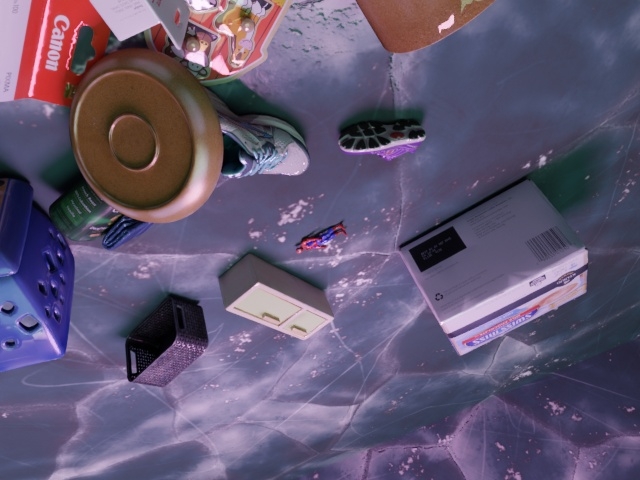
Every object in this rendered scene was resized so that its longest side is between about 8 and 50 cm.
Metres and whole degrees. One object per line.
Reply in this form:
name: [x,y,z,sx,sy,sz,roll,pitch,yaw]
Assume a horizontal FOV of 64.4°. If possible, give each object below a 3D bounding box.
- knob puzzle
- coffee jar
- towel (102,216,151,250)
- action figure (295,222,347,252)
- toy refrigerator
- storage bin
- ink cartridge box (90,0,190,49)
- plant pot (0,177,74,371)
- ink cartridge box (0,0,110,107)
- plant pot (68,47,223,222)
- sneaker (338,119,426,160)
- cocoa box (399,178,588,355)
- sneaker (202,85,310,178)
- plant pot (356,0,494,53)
knob puzzle: [-0.153,-0.287,0.695,0.213,0.030,0.213,-14,140,-12]
coffee jar: [-0.326,-0.079,0.793,0.184,0.079,0.096,-38,174,17]
towel: [-0.315,-0.024,0.857,0.067,0.119,0.029,-37,98,19]
action figure: [0.000,0.000,1.094,0.115,0.030,0.038,-23,146,3]
toy refrigerator: [-0.093,0.137,1.151,0.102,0.094,0.269,-38,139,17]
storage bin: [-0.336,0.223,1.106,0.180,0.122,0.084,-42,137,22]
ink cartridge box: [-0.224,-0.303,0.566,0.060,0.104,0.180,-16,138,15]
plant pot: [-0.517,0.046,0.746,0.235,0.236,0.212,-10,132,-14]
ink cartridge box: [-0.384,-0.248,0.610,0.232,0.066,0.189,12,130,-30]
plant pot: [-0.244,-0.133,0.682,0.236,0.032,0.237,5,109,16]
sneaker: [0.113,-0.171,0.927,0.169,0.068,0.071,-7,144,-19]
cocoa box: [0.410,0.072,1.208,0.347,0.232,0.228,-29,141,8]
sneaker: [-0.123,-0.136,0.798,0.282,0.122,0.110,13,131,-43]
plant pot: [0.085,-0.389,0.565,0.237,0.237,0.254,-40,124,20]
